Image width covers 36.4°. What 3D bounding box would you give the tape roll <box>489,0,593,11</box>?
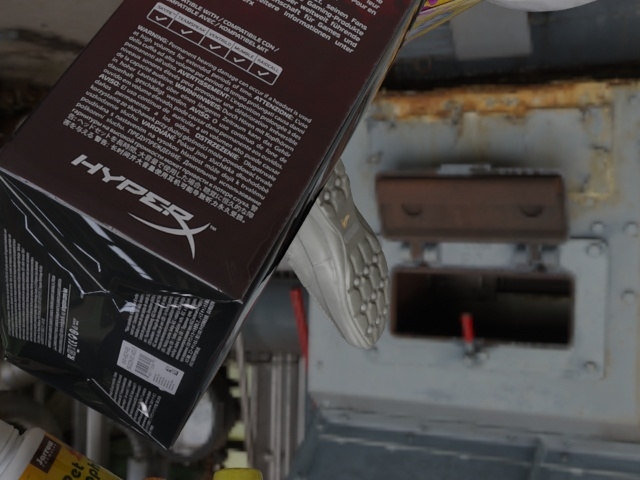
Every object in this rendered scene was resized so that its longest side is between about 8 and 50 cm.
[{"bbox_3d":[0.270,-0.466,1.135,0.392,0.392,0.072,1,179,35],"label":"tape roll"}]

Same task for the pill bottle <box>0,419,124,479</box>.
[{"bbox_3d":[-0.337,0.314,1.217,0.215,0.117,0.117,36,171,-14],"label":"pill bottle"}]

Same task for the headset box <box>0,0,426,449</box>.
[{"bbox_3d":[-0.040,-0.065,0.510,0.110,0.293,0.218,29,150,-1],"label":"headset box"}]

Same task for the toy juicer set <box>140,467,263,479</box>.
[{"bbox_3d":[-0.121,0.348,1.173,0.209,0.089,0.329,-8,156,14],"label":"toy juicer set"}]

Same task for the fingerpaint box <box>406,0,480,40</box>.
[{"bbox_3d":[-0.051,-0.334,0.951,0.163,0.371,0.445,-24,-176,-25],"label":"fingerpaint box"}]

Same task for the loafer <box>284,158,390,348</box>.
[{"bbox_3d":[0.000,0.000,1.227,0.111,0.319,0.112,1,-146,38],"label":"loafer"}]
